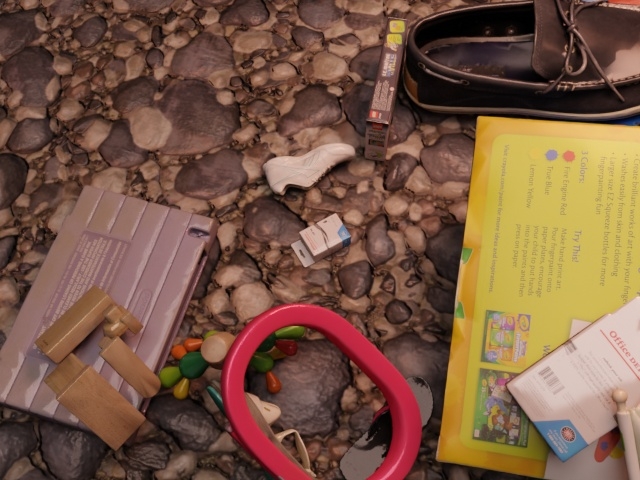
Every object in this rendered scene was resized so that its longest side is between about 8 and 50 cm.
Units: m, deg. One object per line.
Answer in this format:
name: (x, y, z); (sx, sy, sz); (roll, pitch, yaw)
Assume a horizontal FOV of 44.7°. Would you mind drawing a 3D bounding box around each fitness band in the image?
fitness band: (0.002, 0.214, 0.998); (0.291, 0.054, 0.209); (46, 68, -11)

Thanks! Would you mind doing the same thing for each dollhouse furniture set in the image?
dollhouse furniture set: (-0.298, 0.171, 1.076); (0.144, 0.123, 0.151); (-47, 38, -18)

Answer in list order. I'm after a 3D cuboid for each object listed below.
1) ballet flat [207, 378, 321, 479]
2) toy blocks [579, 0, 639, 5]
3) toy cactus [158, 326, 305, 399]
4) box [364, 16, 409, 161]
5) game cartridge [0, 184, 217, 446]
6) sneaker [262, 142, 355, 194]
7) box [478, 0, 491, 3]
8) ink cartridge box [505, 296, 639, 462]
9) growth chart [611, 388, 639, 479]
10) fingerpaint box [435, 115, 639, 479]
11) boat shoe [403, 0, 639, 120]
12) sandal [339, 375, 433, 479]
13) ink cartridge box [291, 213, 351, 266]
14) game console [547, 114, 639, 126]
ballet flat: (-0.070, 0.257, 1.035); (0.068, 0.072, 0.213); (-36, 100, -22)
toy blocks: (0.537, -0.451, 1.341); (0.261, 0.191, 0.381); (-14, 74, 9)
toy cactus: (-0.128, 0.162, 1.059); (0.219, 0.180, 0.112); (-10, 79, 3)
box: (0.108, -0.247, 1.274); (0.036, 0.114, 0.207); (10, 66, 6)
game cartridge: (-0.319, 0.100, 1.155); (0.230, 0.068, 0.355); (14, 66, 12)
sneaker: (-0.014, -0.114, 1.254); (0.152, 0.053, 0.061); (-17, 75, 0)
box: (0.216, -0.565, 1.435); (0.290, 0.087, 0.169); (23, 67, 12)
ink cartridge box: (0.314, 0.156, 0.884); (0.180, 0.060, 0.104); (-36, 75, 5)
growth chart: (0.439, 0.230, 0.837); (0.237, 0.021, 0.172); (-7, 98, 1)
fingerpaint box: (0.364, 0.085, 1.005); (0.371, 0.163, 0.444); (5, 81, 14)
boat shoe: (0.366, -0.294, 1.205); (0.500, 0.156, 0.186); (1, 68, 18)
sandal: (0.096, 0.262, 1.075); (0.067, 0.040, 0.179); (38, 71, 17)
ink cartridge box: (0.000, 0.000, 1.208); (0.083, 0.028, 0.048); (-29, 67, -11)
game console: (0.457, -0.081, 1.236); (0.293, 0.173, 0.250); (-45, 40, -18)
